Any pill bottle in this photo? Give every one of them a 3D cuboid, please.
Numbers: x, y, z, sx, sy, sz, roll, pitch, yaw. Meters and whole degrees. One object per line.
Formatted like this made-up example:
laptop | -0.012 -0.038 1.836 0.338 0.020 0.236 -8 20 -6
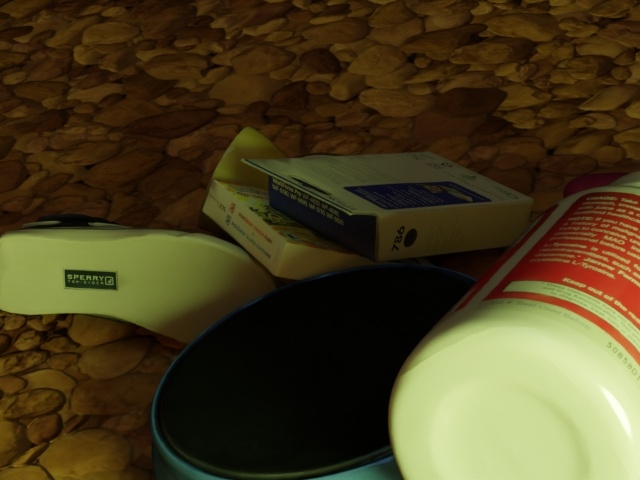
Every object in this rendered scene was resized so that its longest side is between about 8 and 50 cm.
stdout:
pill bottle | 0.240 0.090 1.727 0.229 0.229 0.408 7 27 27

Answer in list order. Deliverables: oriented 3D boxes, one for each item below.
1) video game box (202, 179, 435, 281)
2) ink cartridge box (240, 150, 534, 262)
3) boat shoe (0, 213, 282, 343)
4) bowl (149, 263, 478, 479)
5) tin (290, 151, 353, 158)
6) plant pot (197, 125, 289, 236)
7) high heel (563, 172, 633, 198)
video game box | 0.000 0.000 2.176 0.205 0.048 0.187 11 15 -33
ink cartridge box | 0.071 -0.040 2.158 0.165 0.065 0.333 29 20 37
boat shoe | -0.196 0.028 2.209 0.341 0.127 0.158 9 16 10
bowl | 0.017 0.149 1.920 0.391 0.077 0.391 -14 28 7
tin | 0.027 -0.065 2.388 0.190 0.040 0.106 7 37 26
plant pot | -0.070 -0.054 2.320 0.095 0.134 0.134 26 38 10
high heel | 0.417 -0.065 2.127 0.377 0.181 0.127 16 38 37
